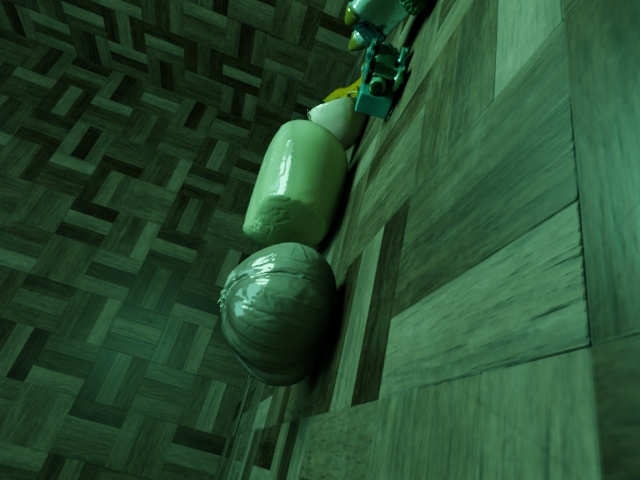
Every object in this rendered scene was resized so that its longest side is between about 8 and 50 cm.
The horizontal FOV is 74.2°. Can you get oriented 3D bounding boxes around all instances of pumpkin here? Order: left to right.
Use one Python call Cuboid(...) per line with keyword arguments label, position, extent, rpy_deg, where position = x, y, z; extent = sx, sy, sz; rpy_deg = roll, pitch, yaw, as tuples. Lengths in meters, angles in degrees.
Cuboid(label="pumpkin", position=(0.147, -0.537, 1.588), extent=(0.254, 0.131, 0.149), rpy_deg=(-46, -39, -18))

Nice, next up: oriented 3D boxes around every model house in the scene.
Cuboid(label="model house", position=(0.153, -0.643, 1.158), extent=(0.291, 0.185, 0.253), rpy_deg=(-39, 28, 41))

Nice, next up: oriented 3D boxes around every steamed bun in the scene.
Cuboid(label="steamed bun", position=(-0.076, -0.151, 1.459), extent=(0.456, 0.290, 0.370), rpy_deg=(145, 142, -64))

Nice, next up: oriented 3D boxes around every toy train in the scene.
Cuboid(label="toy train", position=(0.159, -0.430, 1.132), extent=(0.163, 0.112, 0.203), rpy_deg=(110, 177, -54))

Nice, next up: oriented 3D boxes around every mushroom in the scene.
Cuboid(label="mushroom", position=(0.102, -0.402, 1.506), extent=(0.236, 0.173, 0.161), rpy_deg=(-11, -91, -56))

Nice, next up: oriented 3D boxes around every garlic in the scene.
Cuboid(label="garlic", position=(-0.101, 0.157, 0.962), extent=(0.317, 0.260, 0.317), rpy_deg=(-159, 90, -87))

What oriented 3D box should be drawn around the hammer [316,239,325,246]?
Cuboid(label="hammer", position=(0.000, 0.000, 1.516), extent=(0.083, 0.031, 0.052), rpy_deg=(-169, 96, -76))
